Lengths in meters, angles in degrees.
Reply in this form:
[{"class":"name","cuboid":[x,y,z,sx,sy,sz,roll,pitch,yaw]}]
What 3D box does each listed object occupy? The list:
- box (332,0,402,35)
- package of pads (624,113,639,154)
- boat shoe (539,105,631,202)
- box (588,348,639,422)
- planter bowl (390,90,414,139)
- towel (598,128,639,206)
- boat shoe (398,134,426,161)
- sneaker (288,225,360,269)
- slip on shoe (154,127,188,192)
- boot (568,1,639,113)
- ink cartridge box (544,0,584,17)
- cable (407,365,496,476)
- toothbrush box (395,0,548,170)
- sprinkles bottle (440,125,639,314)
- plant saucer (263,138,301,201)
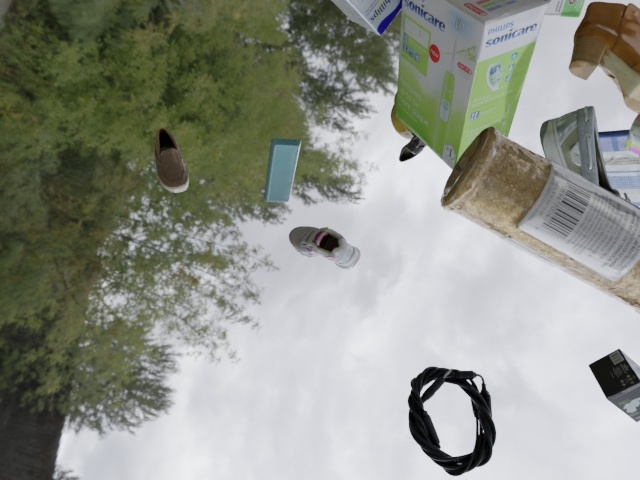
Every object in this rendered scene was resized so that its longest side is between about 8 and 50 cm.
[{"class":"box","cuboid":[0.063,-0.454,0.846,0.072,0.137,0.126,-49,-140,15]},{"class":"package of pads","cuboid":[0.909,-0.304,1.114,0.296,0.101,0.229,-48,-125,-6]},{"class":"boat shoe","cuboid":[0.550,-0.110,0.939,0.103,0.320,0.118,-19,-166,46]},{"class":"box","cuboid":[0.441,0.208,0.674,0.052,0.083,0.062,-42,-156,27]},{"class":"planter bowl","cuboid":[0.290,-0.391,1.500,0.090,0.217,0.217,-29,-137,46]},{"class":"towel","cuboid":[0.840,-0.205,1.374,0.209,0.285,0.034,5,-128,47]},{"class":"boat shoe","cuboid":[0.288,-0.282,1.424,0.049,0.056,0.152,-62,-173,-27]},{"class":"sneaker","cuboid":[0.000,0.000,1.452,0.252,0.111,0.103,16,-111,32]},{"class":"slip on shoe","cuboid":[-0.263,-0.142,0.823,0.041,0.052,0.135,99,-24,-53]},{"class":"boot","cuboid":[0.713,-0.415,1.049,0.211,0.295,0.104,-61,176,-17]},{"class":"ink cartridge box","cuboid":[0.550,-0.692,1.210,0.114,0.273,0.198,-112,-159,-55]},{"class":"cable","cuboid":[0.227,0.310,0.823,0.047,0.151,0.184,101,1,-57]},{"class":"toothbrush box","cuboid":[0.241,-0.301,0.827,0.122,0.283,0.206,-23,-126,-14]},{"class":"sprinkles bottle","cuboid":[0.336,-0.011,0.599,0.121,0.355,0.121,-61,178,-3]},{"class":"plant saucer","cuboid":[-0.091,-0.157,1.100,0.192,0.067,0.018,107,-22,-50]}]
